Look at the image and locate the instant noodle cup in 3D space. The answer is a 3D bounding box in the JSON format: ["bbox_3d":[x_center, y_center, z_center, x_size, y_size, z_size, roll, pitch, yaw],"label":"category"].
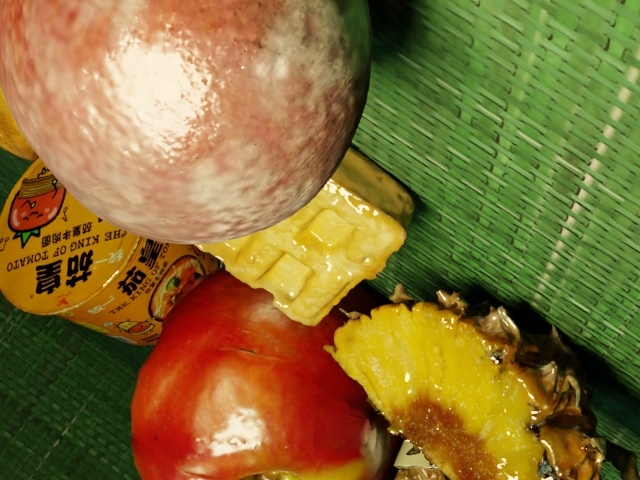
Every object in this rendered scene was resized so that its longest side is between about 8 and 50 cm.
[{"bbox_3d":[-0.223,0.010,1.962,0.216,0.216,0.172,25,173,42],"label":"instant noodle cup"}]

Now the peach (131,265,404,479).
[{"bbox_3d":[-0.047,0.146,1.761,0.281,0.281,0.338,42,-159,-26],"label":"peach"}]

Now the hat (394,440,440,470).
[{"bbox_3d":[0.113,0.146,1.664,0.122,0.166,0.081,-2,134,42],"label":"hat"}]

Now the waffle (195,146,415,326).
[{"bbox_3d":[-0.065,-0.055,1.450,0.274,0.057,0.168,37,139,-4],"label":"waffle"}]

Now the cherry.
[{"bbox_3d":[-0.084,-0.111,1.084,0.236,0.213,0.285,32,161,-20],"label":"cherry"}]

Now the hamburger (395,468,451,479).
[{"bbox_3d":[0.077,0.323,2.413,0.156,0.144,0.283,41,169,-18],"label":"hamburger"}]

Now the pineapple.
[{"bbox_3d":[0.172,0.128,1.510,0.158,0.161,0.334,-3,-145,-38],"label":"pineapple"}]

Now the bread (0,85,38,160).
[{"bbox_3d":[-0.347,-0.194,1.773,0.210,0.099,0.235,30,161,20],"label":"bread"}]
